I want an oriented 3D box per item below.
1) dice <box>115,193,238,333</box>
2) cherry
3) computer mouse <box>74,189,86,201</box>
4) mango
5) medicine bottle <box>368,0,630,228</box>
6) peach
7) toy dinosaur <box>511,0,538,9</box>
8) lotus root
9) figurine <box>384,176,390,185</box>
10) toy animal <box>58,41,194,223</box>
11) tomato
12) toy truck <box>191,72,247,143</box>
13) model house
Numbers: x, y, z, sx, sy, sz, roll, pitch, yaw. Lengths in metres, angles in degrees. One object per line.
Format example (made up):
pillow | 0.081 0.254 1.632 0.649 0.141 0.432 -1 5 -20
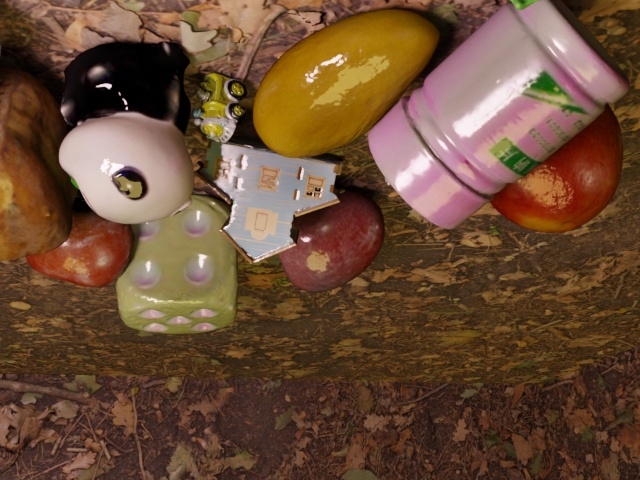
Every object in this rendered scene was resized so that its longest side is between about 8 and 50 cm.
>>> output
dice | -0.306 0.056 1.699 0.250 0.251 0.254 0 159 -7
cherry | 0.000 0.000 1.665 0.286 0.212 0.236 -11 166 -7
computer mouse | -0.443 -0.119 1.480 0.242 0.077 0.146 2 167 13
mango | 0.019 -0.239 1.208 0.195 0.142 0.332 7 148 -35
medicine bottle | 0.253 -0.190 1.142 0.325 0.212 0.212 -42 141 25
peach | 0.394 -0.150 1.344 0.281 0.238 0.281 -16 127 -22
toy dinosaur | 0.394 -0.401 0.915 0.500 0.144 0.374 -29 -152 -19
lotus root | -0.535 -0.126 1.200 0.316 0.316 0.250 -1 146 -7
figurine | 0.193 -0.137 1.457 0.163 0.141 0.237 -5 158 16
toy animal | -0.299 -0.152 1.199 0.213 0.266 0.212 -1 162 0
tomato | -0.491 -0.005 1.529 0.214 0.180 0.155 9 179 23
toy truck | -0.169 -0.214 1.263 0.077 0.111 0.076 19 148 -30
model house | -0.096 -0.070 1.410 0.271 0.206 0.178 10 -169 -5
